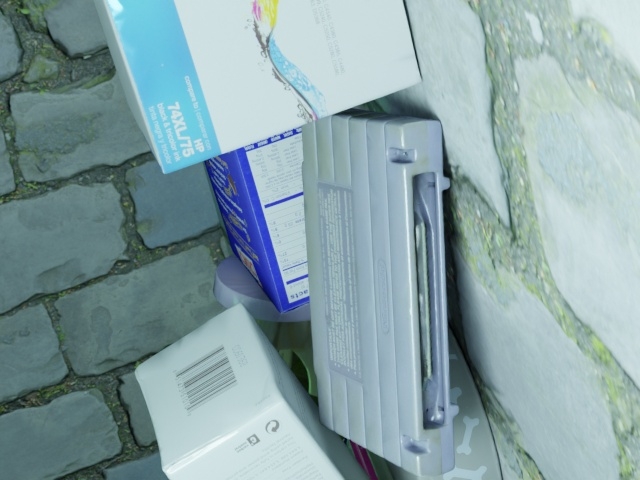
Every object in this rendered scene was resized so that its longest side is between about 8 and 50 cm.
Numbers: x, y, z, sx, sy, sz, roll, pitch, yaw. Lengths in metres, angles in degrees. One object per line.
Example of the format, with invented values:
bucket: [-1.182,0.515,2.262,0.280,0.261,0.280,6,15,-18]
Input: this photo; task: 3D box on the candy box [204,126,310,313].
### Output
candy box: [-0.072,-0.105,1.917,0.268,0.122,0.317,-135,28,-66]

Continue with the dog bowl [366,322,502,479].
dog bowl: [0.112,0.203,1.841,0.349,0.102,0.348,160,90,-81]

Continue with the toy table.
toy table: [-0.059,0.115,2.057,0.274,0.252,0.160,-22,-55,-61]

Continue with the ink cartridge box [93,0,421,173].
ink cartridge box: [-0.072,-0.227,1.506,0.198,0.270,0.197,-123,15,-59]

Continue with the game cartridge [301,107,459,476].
game cartridge: [0.058,0.043,1.598,0.230,0.068,0.355,-158,63,-65]

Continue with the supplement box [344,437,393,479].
supplement box: [0.121,0.336,2.038,0.111,0.114,0.220,94,157,-70]

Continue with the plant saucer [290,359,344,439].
plant saucer: [0.039,0.182,2.144,0.045,0.188,0.188,32,-162,-35]

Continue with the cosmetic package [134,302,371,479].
cosmetic package: [-0.037,0.285,1.773,0.385,0.156,0.217,58,-178,-31]
